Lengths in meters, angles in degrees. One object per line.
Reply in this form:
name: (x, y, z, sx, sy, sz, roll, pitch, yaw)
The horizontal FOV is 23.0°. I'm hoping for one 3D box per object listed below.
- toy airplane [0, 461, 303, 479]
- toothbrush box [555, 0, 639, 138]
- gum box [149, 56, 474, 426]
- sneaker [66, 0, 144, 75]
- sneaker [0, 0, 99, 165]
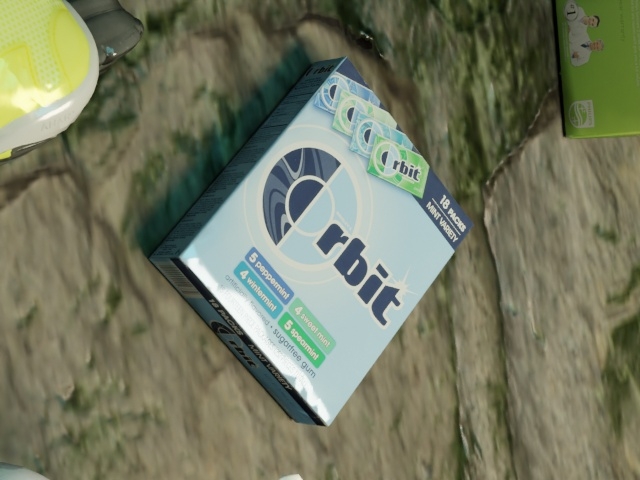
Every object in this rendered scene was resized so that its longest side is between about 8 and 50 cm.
toy airplane: (-0.155, 0.211, 0.698, 0.386, 0.384, 0.272, -68, 164, -67)
toothbrush box: (0.343, -0.143, 1.134, 0.206, 0.283, 0.122, -7, 93, -38)
gum box: (0.000, 0.000, 1.023, 0.157, 0.041, 0.184, 50, 62, -25)
sneaker: (-0.233, -0.105, 0.827, 0.286, 0.109, 0.130, -31, 97, -41)
sneaker: (-0.265, -0.151, 0.679, 0.385, 0.147, 0.145, 26, 55, -21)
